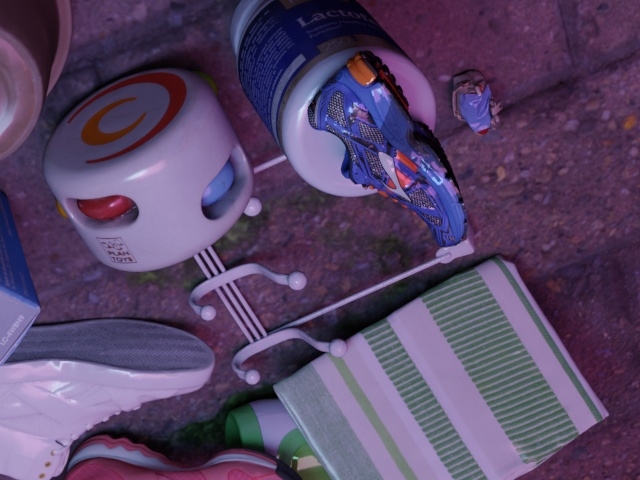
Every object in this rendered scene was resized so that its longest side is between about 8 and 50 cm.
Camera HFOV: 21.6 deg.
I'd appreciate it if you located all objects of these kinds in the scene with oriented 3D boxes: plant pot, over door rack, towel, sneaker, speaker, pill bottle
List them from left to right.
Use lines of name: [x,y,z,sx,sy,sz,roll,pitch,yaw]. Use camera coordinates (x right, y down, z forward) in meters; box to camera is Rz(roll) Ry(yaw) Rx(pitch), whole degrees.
plant pot: [-0.347,-0.179,1.569,0.263,0.229,0.263,-8,119,-15]
sneaker: [-0.267,0.184,1.878,0.292,0.108,0.169,0,120,-8]
sneaker: [-0.159,0.309,1.875,0.313,0.136,0.116,3,119,21]
over door rack: [0.000,0.000,1.858,0.324,0.108,0.239,-31,124,-1]
pill bottle: [0.002,-0.164,1.673,0.153,0.265,0.153,-9,120,-16]
speaker: [0.043,0.235,1.992,0.296,0.131,0.131,-7,120,-15]
sneaker: [0.064,-0.075,1.549,0.087,0.083,0.221,-29,119,14]
towel: [0.143,0.189,1.942,0.325,0.038,0.248,-31,87,-15]

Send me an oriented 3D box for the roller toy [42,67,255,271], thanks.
roller toy: [-0.173,-0.067,1.710,0.209,0.191,0.146,-29,124,-2]

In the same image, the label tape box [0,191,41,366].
label tape box: [-0.453,-0.028,1.602,0.347,0.249,0.115,29,106,-30]

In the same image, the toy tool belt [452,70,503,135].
toy tool belt: [0.176,-0.145,1.869,0.052,0.051,0.083,-23,123,-5]
